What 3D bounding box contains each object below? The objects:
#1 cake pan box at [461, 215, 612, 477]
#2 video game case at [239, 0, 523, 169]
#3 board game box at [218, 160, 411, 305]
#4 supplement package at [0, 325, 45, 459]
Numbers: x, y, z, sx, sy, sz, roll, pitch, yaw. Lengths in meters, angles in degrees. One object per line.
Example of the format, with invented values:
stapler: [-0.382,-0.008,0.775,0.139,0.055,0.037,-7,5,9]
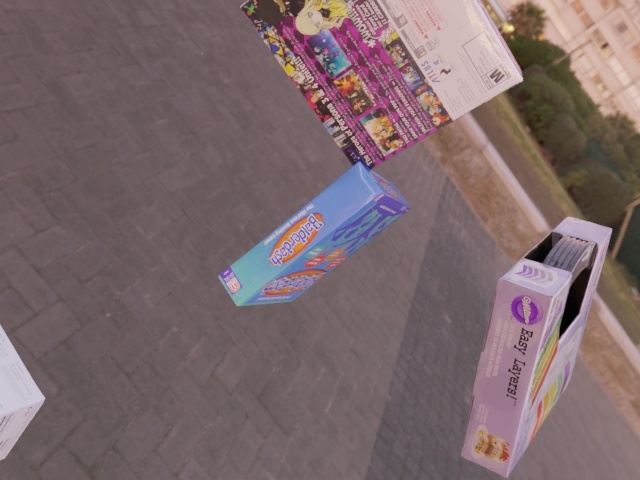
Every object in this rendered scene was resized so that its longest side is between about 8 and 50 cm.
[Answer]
cake pan box: [0.275,0.119,0.755,0.070,0.267,0.245,19,28,31]
video game case: [0.063,-0.214,0.638,0.232,0.210,0.042,52,29,-16]
board game box: [0.000,0.000,0.728,0.047,0.210,0.160,56,15,14]
supplement package: [-0.637,0.248,1.038,0.262,0.204,0.145,50,28,17]
